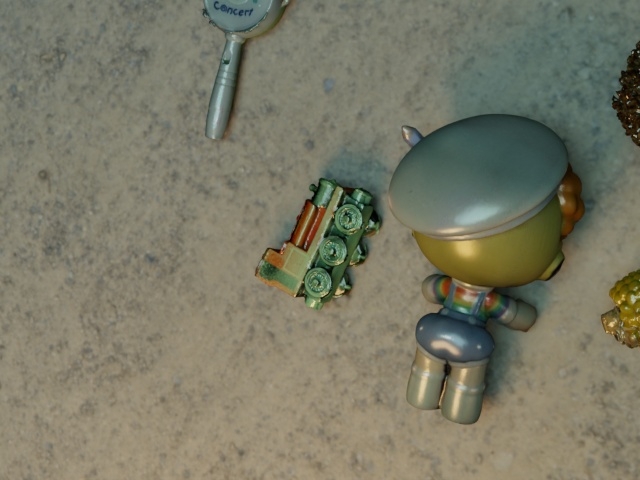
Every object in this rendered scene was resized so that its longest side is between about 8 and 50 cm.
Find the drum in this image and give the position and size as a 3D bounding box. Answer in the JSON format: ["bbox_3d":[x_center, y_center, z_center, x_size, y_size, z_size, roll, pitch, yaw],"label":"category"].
[{"bbox_3d":[-0.134,-0.274,1.724,0.130,0.049,0.253,32,102,19],"label":"drum"}]

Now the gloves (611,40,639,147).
[{"bbox_3d":[0.485,-0.169,1.409,0.312,0.135,0.210,-3,74,17],"label":"gloves"}]

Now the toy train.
[{"bbox_3d":[0.000,0.000,1.663,0.118,0.074,0.176,28,103,23],"label":"toy train"}]

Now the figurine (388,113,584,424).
[{"bbox_3d":[0.194,0.041,1.519,0.224,0.205,0.382,3,100,28],"label":"figurine"}]

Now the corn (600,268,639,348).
[{"bbox_3d":[0.450,0.058,1.465,0.261,0.097,0.097,-20,83,20],"label":"corn"}]
